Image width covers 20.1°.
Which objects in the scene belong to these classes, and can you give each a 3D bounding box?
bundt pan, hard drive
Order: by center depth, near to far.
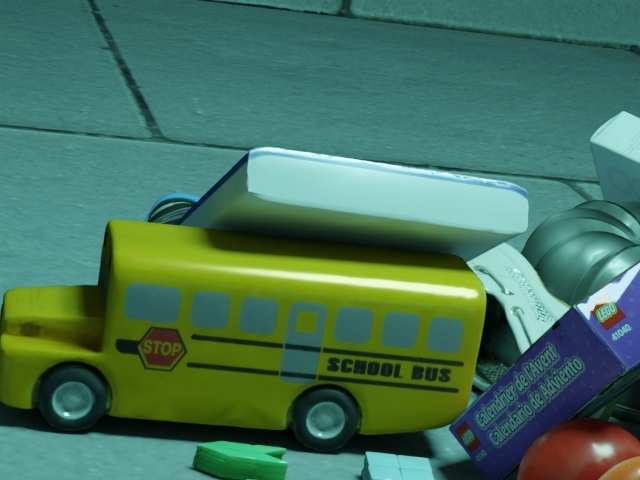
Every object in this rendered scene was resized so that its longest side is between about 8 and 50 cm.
[{"bbox_3d":[0.000,0.000,1.407,0.210,0.040,0.318,8,-15,-17],"label":"hard drive"},{"bbox_3d":[0.314,0.053,1.552,0.330,0.124,0.331,9,17,-3],"label":"bundt pan"}]

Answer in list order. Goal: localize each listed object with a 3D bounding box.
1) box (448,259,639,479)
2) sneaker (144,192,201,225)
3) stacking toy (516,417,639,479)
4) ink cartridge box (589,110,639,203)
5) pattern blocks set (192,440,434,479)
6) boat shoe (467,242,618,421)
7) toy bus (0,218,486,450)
[{"bbox_3d":[0.242,0.044,1.259,0.293,0.201,0.057,-30,76,-33],"label":"box"},{"bbox_3d":[-0.070,0.012,1.610,0.188,0.067,0.078,14,38,10],"label":"sneaker"},{"bbox_3d":[0.225,0.187,1.035,0.141,0.141,0.330,1,15,-26],"label":"stacking toy"},{"bbox_3d":[0.371,-0.006,1.705,0.066,0.189,0.232,-41,49,-17],"label":"ink cartridge box"},{"bbox_3d":[0.008,0.192,1.079,0.285,0.026,0.325,5,16,-16],"label":"pattern blocks set"},{"bbox_3d":[0.128,0.063,1.456,0.096,0.098,0.277,1,19,-29],"label":"boat shoe"},{"bbox_3d":[-0.060,0.065,1.284,0.332,0.130,0.108,6,16,-11],"label":"toy bus"}]
